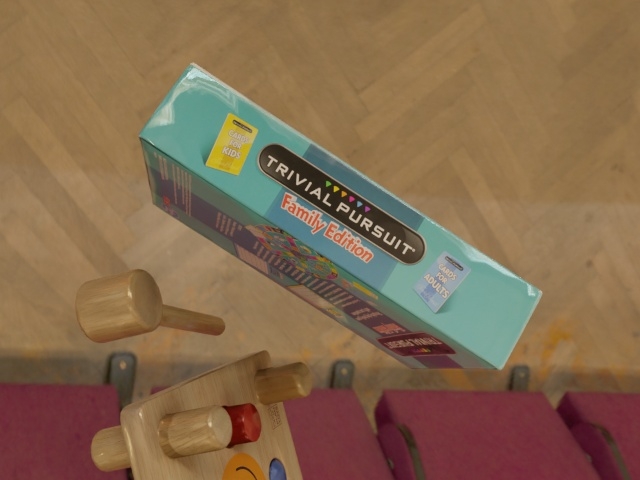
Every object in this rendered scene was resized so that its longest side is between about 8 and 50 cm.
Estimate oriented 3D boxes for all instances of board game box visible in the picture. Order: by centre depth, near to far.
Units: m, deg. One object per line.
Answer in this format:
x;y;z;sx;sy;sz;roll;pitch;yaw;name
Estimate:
0.000;0.000;0.732;0.336;0.254;0.079;33;77;-3;board game box

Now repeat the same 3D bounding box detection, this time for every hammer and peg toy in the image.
-0.087;0.194;0.740;0.127;0.266;0.361;-16;86;21;hammer and peg toy
